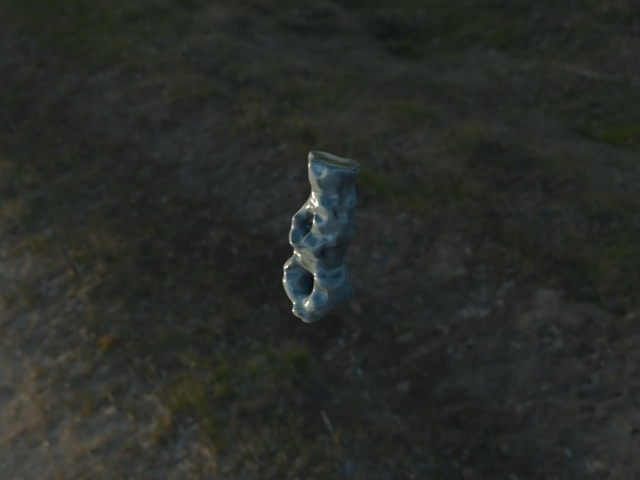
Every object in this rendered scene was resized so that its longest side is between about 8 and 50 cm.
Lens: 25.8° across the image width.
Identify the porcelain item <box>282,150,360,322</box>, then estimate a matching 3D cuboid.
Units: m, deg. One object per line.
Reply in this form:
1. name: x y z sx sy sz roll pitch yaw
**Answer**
1. porcelain item: 0.000 0.000 0.671 0.036 0.083 0.028 22 22 38
